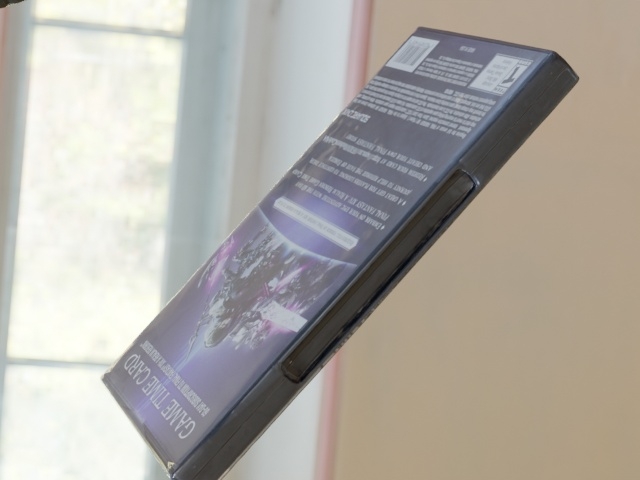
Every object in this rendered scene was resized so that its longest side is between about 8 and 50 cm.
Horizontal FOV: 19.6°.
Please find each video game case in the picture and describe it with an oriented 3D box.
[{"bbox_3d":[0.000,0.000,0.969,0.026,0.274,0.196,42,176,-19],"label":"video game case"}]

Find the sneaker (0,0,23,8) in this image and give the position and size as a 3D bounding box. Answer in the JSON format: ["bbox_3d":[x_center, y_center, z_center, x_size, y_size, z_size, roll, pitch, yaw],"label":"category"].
[{"bbox_3d":[-0.160,-0.112,0.568,0.286,0.109,0.130,-23,-152,10],"label":"sneaker"}]
